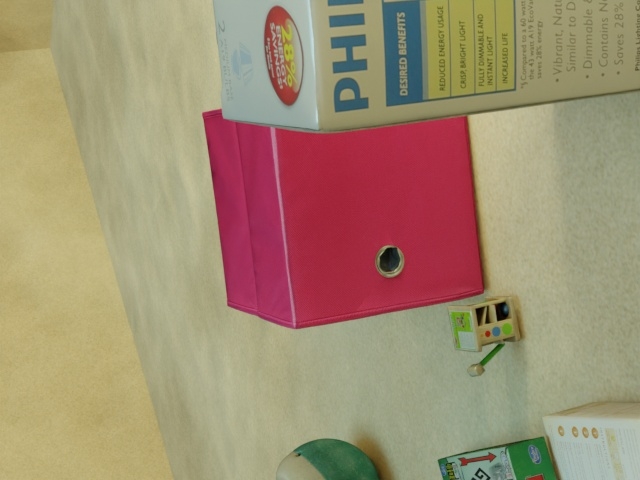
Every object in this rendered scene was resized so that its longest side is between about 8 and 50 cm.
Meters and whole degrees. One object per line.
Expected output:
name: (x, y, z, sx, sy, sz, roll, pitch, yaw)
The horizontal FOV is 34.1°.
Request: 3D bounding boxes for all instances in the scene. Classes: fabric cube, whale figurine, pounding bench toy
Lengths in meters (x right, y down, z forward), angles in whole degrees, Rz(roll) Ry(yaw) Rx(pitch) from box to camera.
fabric cube: (0.024, -0.051, 1.283, 0.259, 0.254, 0.258, -172, 75, -67)
whale figurine: (0.048, 0.427, 1.628, 0.272, 0.141, 0.216, 58, 161, -13)
pounding bench toy: (0.192, 0.109, 1.194, 0.052, 0.065, 0.083, 172, 88, -66)

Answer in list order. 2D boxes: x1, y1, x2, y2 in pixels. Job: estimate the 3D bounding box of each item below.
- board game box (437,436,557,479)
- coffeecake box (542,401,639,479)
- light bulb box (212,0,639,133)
board game box: (0.215, 0.338, 1.174, 0.317, 0.046, 0.213, 113, 143, -74)
coffeecake box: (0.302, 0.229, 0.982, 0.185, 0.068, 0.142, 161, 97, -67)
light bulb box: (0.099, -0.287, 0.863, 0.225, 0.361, 0.357, -161, 64, -64)
